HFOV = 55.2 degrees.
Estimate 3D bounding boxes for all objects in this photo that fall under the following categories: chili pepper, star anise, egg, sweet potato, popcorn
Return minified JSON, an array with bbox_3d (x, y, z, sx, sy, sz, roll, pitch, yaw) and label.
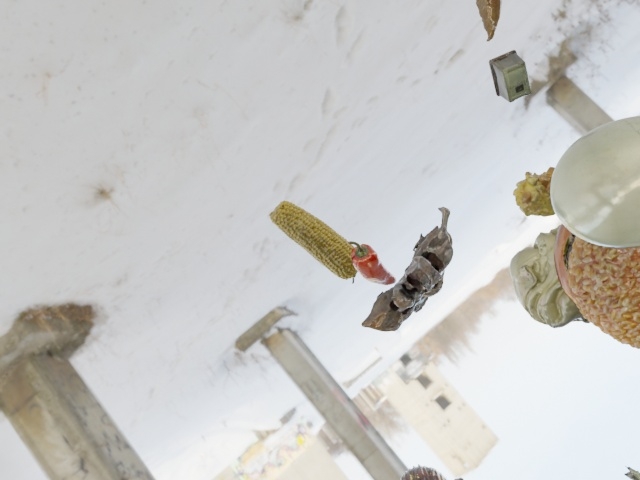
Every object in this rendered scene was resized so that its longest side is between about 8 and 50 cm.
[{"bbox_3d":[0.130,0.066,1.556,0.071,0.063,0.272,-17,148,20],"label":"chili pepper"},{"bbox_3d":[0.164,0.060,1.020,0.262,0.081,0.230,-51,163,-20],"label":"star anise"},{"bbox_3d":[0.376,-0.071,0.712,0.209,0.151,0.151,-17,172,14],"label":"egg"},{"bbox_3d":[0.331,-0.494,1.201,0.068,0.205,0.060,-4,-176,-11],"label":"sweet potato"},{"bbox_3d":[0.339,-0.073,0.934,0.057,0.082,0.083,-70,-178,-64],"label":"popcorn"}]

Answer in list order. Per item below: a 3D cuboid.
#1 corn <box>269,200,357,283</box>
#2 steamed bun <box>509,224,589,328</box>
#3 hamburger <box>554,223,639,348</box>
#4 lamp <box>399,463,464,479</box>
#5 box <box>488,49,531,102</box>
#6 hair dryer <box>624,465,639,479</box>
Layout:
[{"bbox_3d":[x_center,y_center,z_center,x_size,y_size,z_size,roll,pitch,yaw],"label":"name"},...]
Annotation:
[{"bbox_3d":[0.000,0.000,1.700,0.101,0.310,0.101,-46,-168,13],"label":"corn"},{"bbox_3d":[0.594,0.094,1.418,0.275,0.206,0.320,1,146,-6],"label":"steamed bun"},{"bbox_3d":[0.621,0.038,1.150,0.330,0.330,0.250,-43,-176,8],"label":"hamburger"},{"bbox_3d":[0.287,0.704,1.591,0.247,0.247,0.247,-39,167,-11],"label":"lamp"},{"bbox_3d":[0.385,-0.329,1.237,0.060,0.084,0.063,-21,-147,7],"label":"box"},{"bbox_3d":[0.628,0.492,0.966,0.229,0.267,0.092,-65,167,-56],"label":"hair dryer"}]
